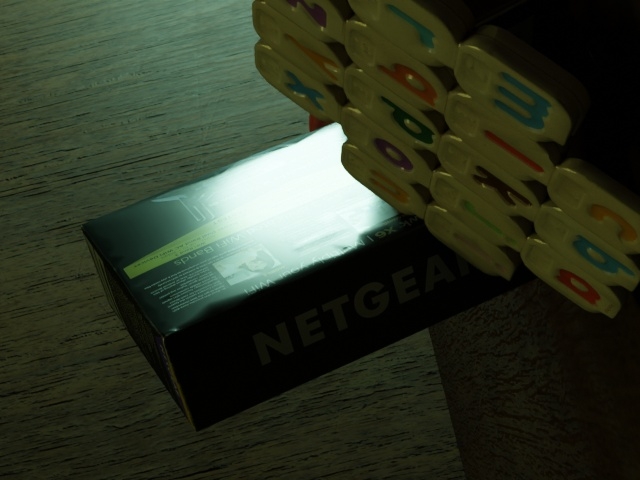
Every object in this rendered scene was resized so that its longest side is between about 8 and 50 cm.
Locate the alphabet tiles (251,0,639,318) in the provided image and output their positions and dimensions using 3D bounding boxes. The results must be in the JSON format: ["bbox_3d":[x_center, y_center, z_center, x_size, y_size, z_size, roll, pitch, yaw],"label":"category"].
[{"bbox_3d":[0.073,-0.061,0.867,0.278,0.021,0.284,36,164,12],"label":"alphabet tiles"}]

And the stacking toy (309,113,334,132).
[{"bbox_3d":[0.110,-0.133,1.336,0.279,0.130,0.309,42,150,36],"label":"stacking toy"}]

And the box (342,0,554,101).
[{"bbox_3d":[0.007,-0.253,1.040,0.381,0.143,0.191,62,175,19],"label":"box"}]

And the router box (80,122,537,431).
[{"bbox_3d":[0.000,0.000,1.112,0.243,0.308,0.081,42,152,62],"label":"router box"}]
